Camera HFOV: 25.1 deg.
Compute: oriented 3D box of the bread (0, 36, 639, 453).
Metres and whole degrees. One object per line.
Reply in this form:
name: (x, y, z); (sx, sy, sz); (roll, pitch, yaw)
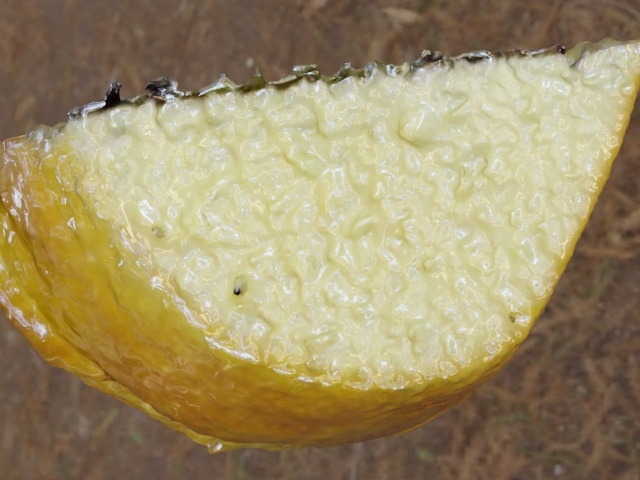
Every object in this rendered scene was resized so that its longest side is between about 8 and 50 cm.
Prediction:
bread: (0.007, 0.008, 0.518); (0.129, 0.260, 0.134); (-26, 78, 66)
